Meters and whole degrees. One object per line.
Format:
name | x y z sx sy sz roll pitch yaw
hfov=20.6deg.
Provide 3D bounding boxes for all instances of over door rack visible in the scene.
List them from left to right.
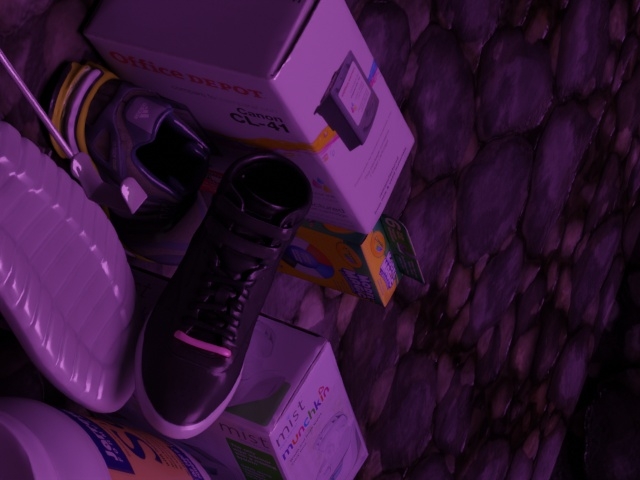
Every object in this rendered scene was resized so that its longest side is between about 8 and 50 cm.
over door rack | -0.322 -0.066 1.346 0.239 0.108 0.324 -51 121 -24

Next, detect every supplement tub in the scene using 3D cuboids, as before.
supplement tub | -0.256 0.273 1.621 0.331 0.241 0.241 31 79 -63

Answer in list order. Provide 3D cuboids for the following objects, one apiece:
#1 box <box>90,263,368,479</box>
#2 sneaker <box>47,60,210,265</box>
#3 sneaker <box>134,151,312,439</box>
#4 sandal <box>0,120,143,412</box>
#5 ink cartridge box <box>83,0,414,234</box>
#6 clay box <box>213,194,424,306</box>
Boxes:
box | -0.106 0.162 1.805 0.126 0.262 0.231 -58 153 -25
sneaker | -0.161 -0.056 1.723 0.111 0.121 0.300 -62 152 -18
sneaker | -0.092 0.036 1.644 0.147 0.105 0.295 117 -6 -54
sandal | -0.284 0.000 1.568 0.416 0.102 0.169 58 40 -42
ink cartridge box | -0.063 -0.149 1.736 0.131 0.226 0.306 -65 151 -17
clay box | 0.000 0.000 1.951 0.053 0.222 0.127 -59 150 -24
